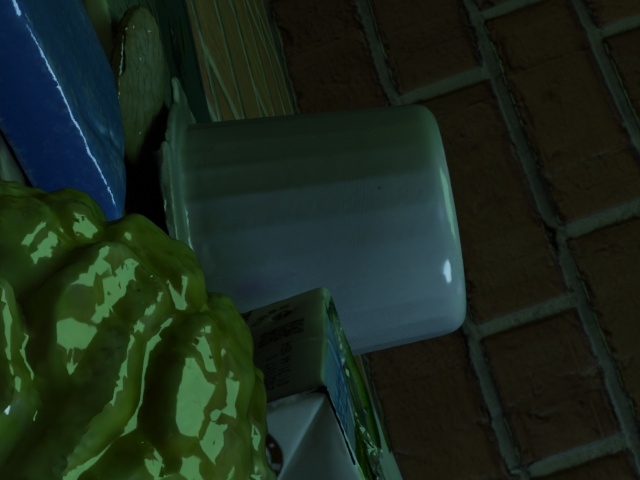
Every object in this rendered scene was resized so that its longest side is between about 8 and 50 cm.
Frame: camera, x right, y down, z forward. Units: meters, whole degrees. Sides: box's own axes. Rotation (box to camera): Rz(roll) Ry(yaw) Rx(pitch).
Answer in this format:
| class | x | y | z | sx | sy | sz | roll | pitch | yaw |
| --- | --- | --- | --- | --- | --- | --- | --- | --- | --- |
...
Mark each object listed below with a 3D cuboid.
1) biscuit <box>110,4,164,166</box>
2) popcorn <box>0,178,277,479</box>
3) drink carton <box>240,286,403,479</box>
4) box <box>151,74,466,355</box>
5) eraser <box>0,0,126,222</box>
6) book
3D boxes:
| class | x | y | z | sx | sy | sz | roll | pitch | yaw |
| --- | --- | --- | --- | --- | --- | --- | --- | --- | --- |
| biscuit | -0.132 | -0.111 | 0.964 | 0.120 | 0.015 | 0.120 | 3 | 90 | -81 |
| popcorn | -0.081 | 0.052 | 0.338 | 0.162 | 0.135 | 0.141 | -103 | -178 | -74 |
| drink carton | 0.002 | 0.217 | 0.816 | 0.194 | 0.132 | 0.325 | -90 | 160 | -77 |
| box | 0.000 | 0.000 | 1.014 | 0.291 | 0.206 | 0.262 | -97 | 176 | -70 |
| eraser | -0.169 | -0.152 | 0.666 | 0.144 | 0.042 | 0.312 | -104 | 175 | -50 |
| book | -0.155 | -0.195 | 1.163 | 0.379 | 0.031 | 0.264 | 59 | 17 | -74 |
